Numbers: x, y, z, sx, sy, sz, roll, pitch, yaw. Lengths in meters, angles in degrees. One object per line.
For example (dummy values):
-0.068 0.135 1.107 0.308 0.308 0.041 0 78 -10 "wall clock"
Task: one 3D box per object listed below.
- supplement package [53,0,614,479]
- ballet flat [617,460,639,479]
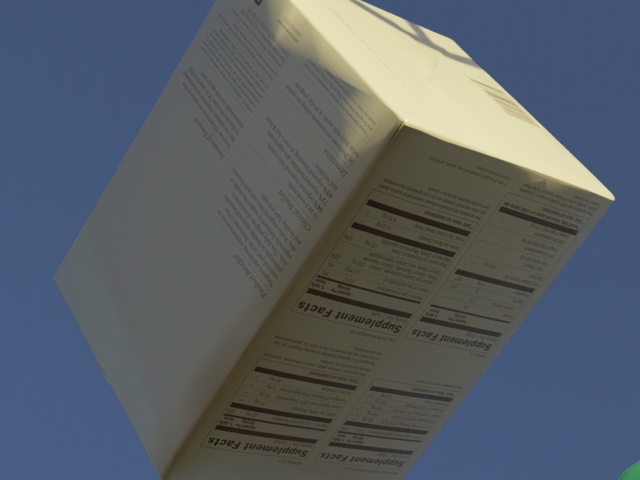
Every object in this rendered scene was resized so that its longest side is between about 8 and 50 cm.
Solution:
0.000 0.000 0.894 0.198 0.199 0.262 15 -63 -42 "supplement package"
0.163 0.190 0.683 0.067 0.206 0.073 47 -48 -10 "ballet flat"
